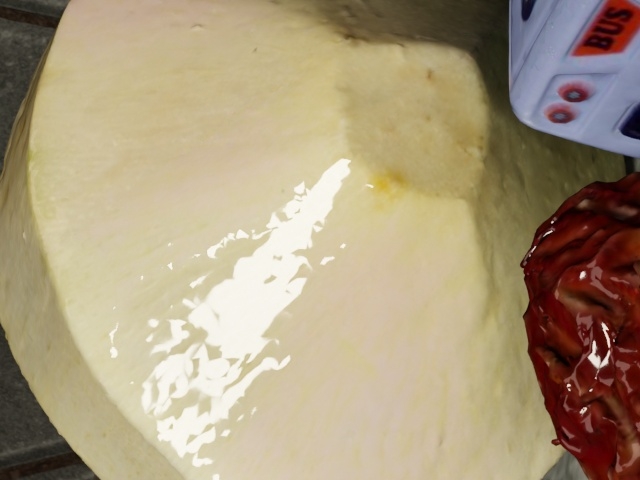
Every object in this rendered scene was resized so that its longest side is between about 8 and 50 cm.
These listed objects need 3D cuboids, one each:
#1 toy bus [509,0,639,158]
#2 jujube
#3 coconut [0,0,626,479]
[{"bbox_3d":[0.118,-0.163,0.473,0.125,0.133,0.292,118,160,-60],"label":"toy bus"},{"bbox_3d":[0.099,0.040,0.395,0.166,0.104,0.104,46,130,44],"label":"jujube"},{"bbox_3d":[0.000,0.000,0.681,0.259,0.259,0.259,-169,90,-80],"label":"coconut"}]
